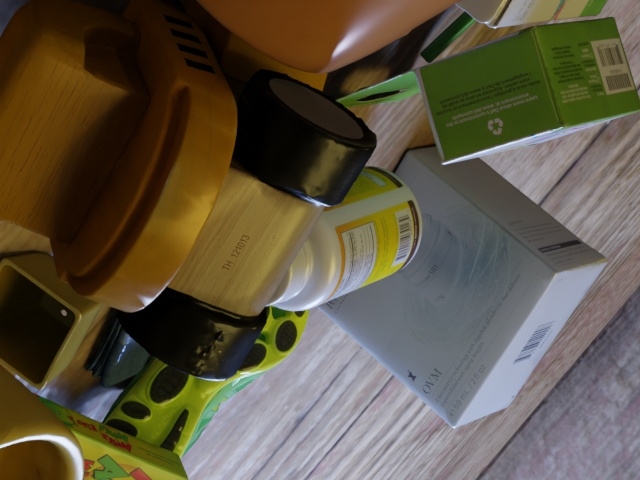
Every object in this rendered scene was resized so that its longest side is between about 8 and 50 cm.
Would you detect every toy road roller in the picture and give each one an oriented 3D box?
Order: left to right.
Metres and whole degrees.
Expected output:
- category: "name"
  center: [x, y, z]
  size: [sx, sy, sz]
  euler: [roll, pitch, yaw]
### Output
- category: "toy road roller"
  center: [-0.132, -0.082, 1.169]
  size: [0.241, 0.329, 0.202]
  euler: [23, 111, -27]

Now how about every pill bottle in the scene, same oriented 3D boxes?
- category: "pill bottle"
  center: [0.000, 0.000, 1.686]
  size: [0.215, 0.117, 0.117]
  euler: [-19, 144, -53]

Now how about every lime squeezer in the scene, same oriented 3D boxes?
- category: "lime squeezer"
  center: [0.219, -0.286, 1.757]
  size: [0.310, 0.059, 0.110]
  euler: [-37, -174, -33]

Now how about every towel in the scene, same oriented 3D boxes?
- category: "towel"
  center: [-0.172, 0.080, 1.600]
  size: [0.067, 0.029, 0.119]
  euler: [-20, 143, -52]

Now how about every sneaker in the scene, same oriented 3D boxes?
- category: "sneaker"
  center: [-0.132, 0.136, 1.711]
  size: [0.295, 0.109, 0.123]
  euler: [-45, -173, -23]

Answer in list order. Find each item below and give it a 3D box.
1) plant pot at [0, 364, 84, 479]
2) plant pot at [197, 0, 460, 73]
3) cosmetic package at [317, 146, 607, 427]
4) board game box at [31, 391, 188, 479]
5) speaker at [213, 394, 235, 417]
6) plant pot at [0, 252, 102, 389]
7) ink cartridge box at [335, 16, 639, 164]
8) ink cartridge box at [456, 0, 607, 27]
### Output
- category: "plant pot"
  center: [-0.325, 0.144, 1.111]
  size: [0.254, 0.239, 0.254]
  euler: [-42, 157, -22]
- category: "plant pot"
  center: [0.012, -0.247, 1.114]
  size: [0.203, 0.291, 0.291]
  euler: [-41, 164, 26]
- category: "cosmetic package"
  center: [0.154, 0.047, 1.923]
  size: [0.138, 0.225, 0.224]
  euler: [-10, 135, -56]
- category: "board game box"
  center: [-0.222, 0.210, 1.558]
  size: [0.181, 0.043, 0.092]
  euler: [28, 104, -29]
- category: "speaker"
  center: [-0.152, 0.187, 1.787]
  size: [0.136, 0.055, 0.055]
  euler: [-46, 159, -11]
- category: "plant pot"
  center: [-0.223, 0.057, 1.399]
  size: [0.081, 0.081, 0.083]
  euler: [-59, 169, 24]
- category: "ink cartridge box"
  center: [0.145, -0.124, 1.618]
  size: [0.255, 0.097, 0.189]
  euler: [-18, 179, 33]
- category: "ink cartridge box"
  center: [0.164, -0.268, 1.509]
  size: [0.212, 0.154, 0.093]
  euler: [-18, 142, -54]
